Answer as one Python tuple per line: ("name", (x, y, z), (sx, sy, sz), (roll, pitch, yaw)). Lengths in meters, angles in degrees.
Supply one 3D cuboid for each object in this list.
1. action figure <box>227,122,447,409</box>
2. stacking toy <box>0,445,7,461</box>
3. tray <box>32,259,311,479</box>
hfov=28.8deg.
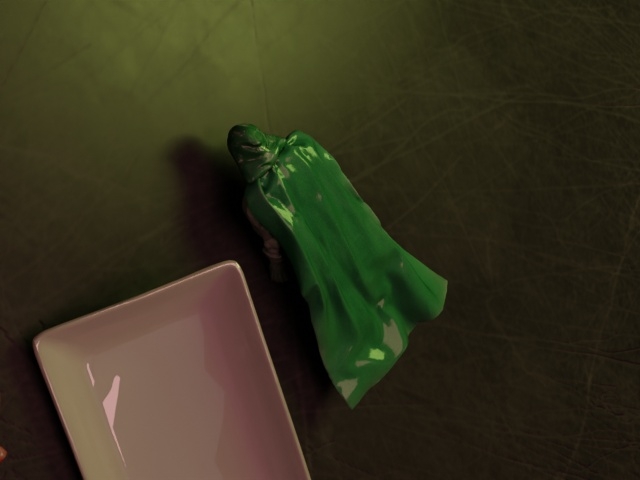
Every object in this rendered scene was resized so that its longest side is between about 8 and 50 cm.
("action figure", (0.000, 0.000, 0.933), (0.137, 0.063, 0.232), (-53, 127, -28))
("stacking toy", (-0.282, -0.011, 0.624), (0.309, 0.130, 0.280), (22, 75, -41))
("tray", (-0.085, 0.158, 0.850), (0.145, 0.030, 0.270), (-21, 105, -16))
